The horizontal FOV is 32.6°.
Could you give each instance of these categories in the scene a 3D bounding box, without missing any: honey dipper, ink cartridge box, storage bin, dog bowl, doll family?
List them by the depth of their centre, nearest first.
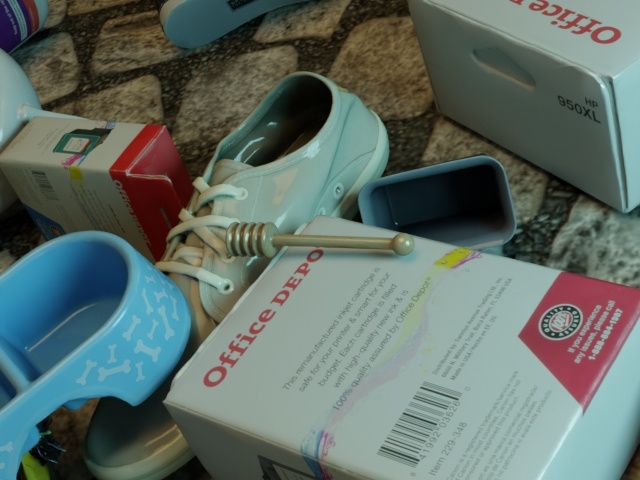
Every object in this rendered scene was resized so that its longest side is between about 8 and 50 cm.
[{"bbox_3d":[0.073,0.119,0.837,0.306,0.131,0.226,13,50,38],"label":"ink cartridge box"},{"bbox_3d":[-0.245,0.106,0.873,0.297,0.074,0.166,-40,47,-15],"label":"dog bowl"},{"bbox_3d":[0.000,0.000,0.885,0.160,0.030,0.030,1,45,23],"label":"honey dipper"},{"bbox_3d":[-0.264,0.173,0.944,0.076,0.111,0.193,-31,40,-10],"label":"doll family"},{"bbox_3d":[0.113,-0.031,1.026,0.135,0.098,0.091,-12,14,13],"label":"storage bin"},{"bbox_3d":[0.328,-0.242,1.089,0.395,0.166,0.285,-35,41,-16],"label":"ink cartridge box"},{"bbox_3d":[-0.210,-0.051,1.149,0.231,0.134,0.078,8,48,30],"label":"ink cartridge box"}]

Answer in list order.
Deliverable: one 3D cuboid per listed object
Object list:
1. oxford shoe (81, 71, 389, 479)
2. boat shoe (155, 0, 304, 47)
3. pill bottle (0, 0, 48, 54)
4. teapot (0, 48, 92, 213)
[{"bbox_3d":[-0.089,0.016,1.000,0.169,0.130,0.449,8,56,42],"label":"oxford shoe"},{"bbox_3d":[-0.076,-0.361,1.446,0.306,0.113,0.105,-27,54,9],"label":"boat shoe"},{"bbox_3d":[-0.547,-0.286,1.521,0.181,0.182,0.323,17,54,37],"label":"pill bottle"},{"bbox_3d":[-0.420,-0.116,1.289,0.256,0.187,0.252,42,89,20],"label":"teapot"}]
